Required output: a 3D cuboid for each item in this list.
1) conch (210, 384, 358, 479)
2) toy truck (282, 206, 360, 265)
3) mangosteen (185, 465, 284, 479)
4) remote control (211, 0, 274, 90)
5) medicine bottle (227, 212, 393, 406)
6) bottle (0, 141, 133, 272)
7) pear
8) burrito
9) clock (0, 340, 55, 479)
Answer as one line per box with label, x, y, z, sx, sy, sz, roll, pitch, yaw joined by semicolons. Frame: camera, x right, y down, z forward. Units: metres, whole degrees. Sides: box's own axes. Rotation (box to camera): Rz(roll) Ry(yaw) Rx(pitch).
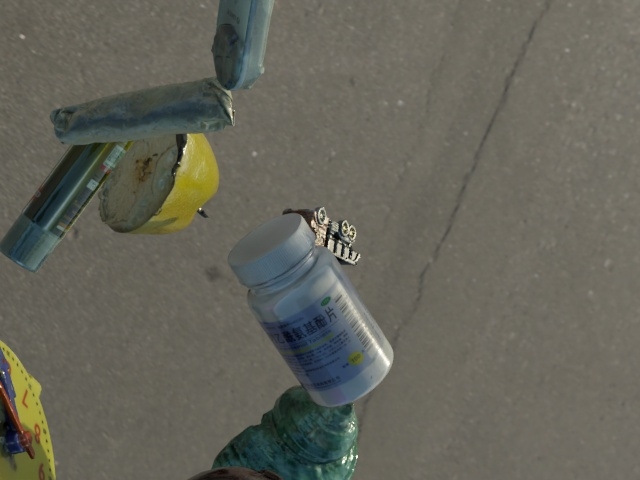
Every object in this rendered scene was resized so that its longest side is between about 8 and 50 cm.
conch;-0.027;0.281;1.358;0.196;0.134;0.202;10;109;-52
toy truck;0.000;0.000;1.917;0.192;0.083;0.092;27;66;-56
mangosteen;-0.082;0.323;0.991;0.210;0.210;0.209;-21;126;-32
remote control;-0.101;-0.322;1.377;0.052;0.104;0.247;-4;123;-29
medicine bottle;-0.010;0.072;1.038;0.103;0.103;0.186;-39;112;-19
bottle;-0.425;-0.081;1.694;0.286;0.082;0.082;-55;137;-3
pear;-0.274;-0.116;1.881;0.178;0.267;0.266;22;98;-43
burrito;-0.265;-0.187;1.513;0.275;0.059;0.082;-9;87;2
clock;-0.383;0.242;1.221;0.071;0.293;0.277;-14;149;6
